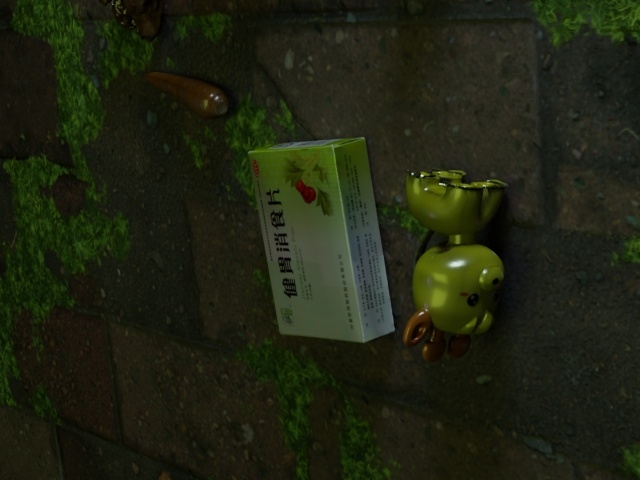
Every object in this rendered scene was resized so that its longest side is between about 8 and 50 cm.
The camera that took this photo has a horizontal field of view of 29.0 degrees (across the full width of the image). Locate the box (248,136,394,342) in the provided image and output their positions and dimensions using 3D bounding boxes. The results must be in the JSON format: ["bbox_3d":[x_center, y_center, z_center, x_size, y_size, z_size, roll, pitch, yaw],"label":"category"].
[{"bbox_3d":[0.000,-0.001,1.630,0.175,0.062,0.260,0,104,49],"label":"box"}]

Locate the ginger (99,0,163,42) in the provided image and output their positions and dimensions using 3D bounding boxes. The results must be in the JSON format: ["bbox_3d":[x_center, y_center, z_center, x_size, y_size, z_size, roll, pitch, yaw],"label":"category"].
[{"bbox_3d":[-0.280,-0.375,1.812,0.103,0.073,0.162,25,122,43],"label":"ginger"}]

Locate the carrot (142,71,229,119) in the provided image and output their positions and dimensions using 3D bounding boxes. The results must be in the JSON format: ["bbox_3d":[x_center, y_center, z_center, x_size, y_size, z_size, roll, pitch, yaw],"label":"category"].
[{"bbox_3d":[-0.203,-0.220,1.807,0.216,0.048,0.048,28,123,46],"label":"carrot"}]

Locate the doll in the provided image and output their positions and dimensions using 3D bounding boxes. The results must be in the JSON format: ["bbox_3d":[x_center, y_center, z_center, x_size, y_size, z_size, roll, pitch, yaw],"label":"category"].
[{"bbox_3d":[0.149,0.032,1.420,0.135,0.143,0.221,13,106,44],"label":"doll"}]
